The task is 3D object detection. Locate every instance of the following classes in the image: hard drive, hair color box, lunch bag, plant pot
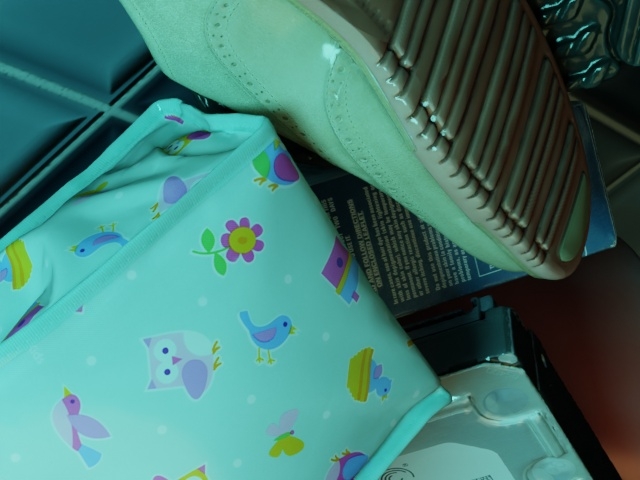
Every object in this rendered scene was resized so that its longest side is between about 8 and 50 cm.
[{"bbox_3d":[0.085,0.186,1.166,0.237,0.064,0.339,-18,134,17],"label":"hard drive"},{"bbox_3d":[0.000,0.000,1.104,0.347,0.105,0.174,-17,-172,-14],"label":"hair color box"},{"bbox_3d":[-0.095,0.088,0.891,0.262,0.160,0.223,-44,119,-17],"label":"lunch bag"},{"bbox_3d":[0.103,0.113,1.308,0.243,0.275,0.275,5,140,-23],"label":"plant pot"}]

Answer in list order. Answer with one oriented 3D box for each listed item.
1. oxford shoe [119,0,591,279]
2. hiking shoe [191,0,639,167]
[{"bbox_3d":[0.004,-0.113,0.897,0.146,0.140,0.397,-18,127,41],"label":"oxford shoe"},{"bbox_3d":[0.070,-0.128,1.025,0.304,0.132,0.113,-10,117,14],"label":"hiking shoe"}]
